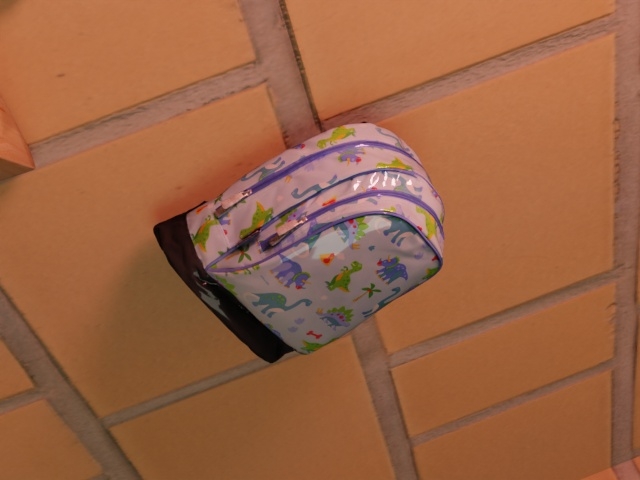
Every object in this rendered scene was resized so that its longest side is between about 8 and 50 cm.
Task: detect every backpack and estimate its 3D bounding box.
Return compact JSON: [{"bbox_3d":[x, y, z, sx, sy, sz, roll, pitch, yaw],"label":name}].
[{"bbox_3d":[0.000,0.000,1.336,0.355,0.273,0.290,-39,128,0],"label":"backpack"}]

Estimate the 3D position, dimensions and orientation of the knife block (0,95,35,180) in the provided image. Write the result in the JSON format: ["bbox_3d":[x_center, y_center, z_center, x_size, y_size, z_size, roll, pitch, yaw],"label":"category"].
[{"bbox_3d":[-0.398,-0.104,1.049,0.088,0.242,0.276,-18,136,-4],"label":"knife block"}]
